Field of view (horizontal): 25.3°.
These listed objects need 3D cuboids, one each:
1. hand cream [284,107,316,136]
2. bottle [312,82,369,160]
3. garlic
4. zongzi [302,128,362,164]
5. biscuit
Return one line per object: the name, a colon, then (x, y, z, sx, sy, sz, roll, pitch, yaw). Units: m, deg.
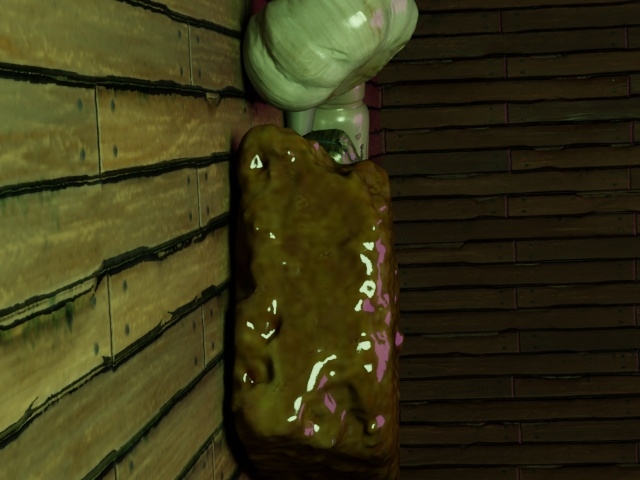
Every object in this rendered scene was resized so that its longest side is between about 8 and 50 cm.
hand cream: (-0.027, -0.179, 1.879, 0.087, 0.054, 0.186, -87, 180, -69)
bottle: (0.012, -0.149, 1.964, 0.097, 0.110, 0.209, -85, 176, -68)
garlic: (-0.012, -0.264, 1.567, 0.212, 0.218, 0.218, 54, 6, 2)
zongzi: (0.000, 0.000, 1.811, 0.221, 0.112, 0.242, 71, 26, -62)
biscuit: (0.006, 0.101, 1.538, 0.395, 0.166, 0.343, 75, 16, -69)
